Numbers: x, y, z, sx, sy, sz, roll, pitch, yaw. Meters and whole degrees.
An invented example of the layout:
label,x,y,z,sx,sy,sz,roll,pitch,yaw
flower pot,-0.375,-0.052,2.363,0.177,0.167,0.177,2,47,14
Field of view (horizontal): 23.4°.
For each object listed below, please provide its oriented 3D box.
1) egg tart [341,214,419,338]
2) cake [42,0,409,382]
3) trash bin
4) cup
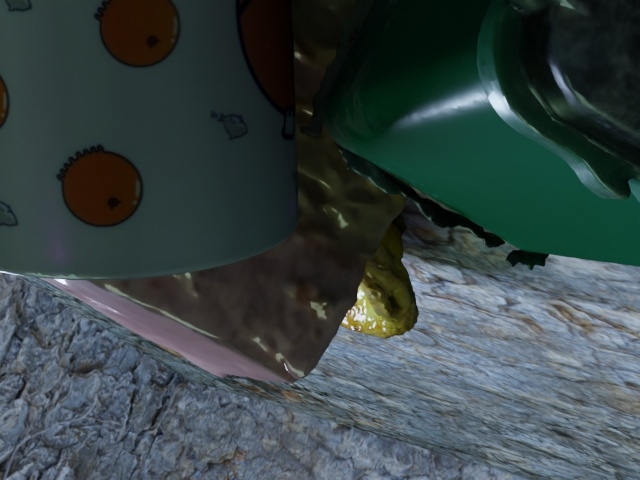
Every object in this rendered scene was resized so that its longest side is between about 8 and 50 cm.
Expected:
label,x,y,z,sx,sy,sz,roll,pitch,yaw
egg tart,0.000,0.000,1.696,0.294,0.123,0.294,27,166,7
cake,-0.092,-0.075,1.195,0.314,0.307,0.293,27,167,-11
trash bin,0.149,-0.113,0.783,0.295,0.259,0.381,29,168,-17
cup,-0.122,-0.159,0.878,0.212,0.317,0.212,-1,-162,0
